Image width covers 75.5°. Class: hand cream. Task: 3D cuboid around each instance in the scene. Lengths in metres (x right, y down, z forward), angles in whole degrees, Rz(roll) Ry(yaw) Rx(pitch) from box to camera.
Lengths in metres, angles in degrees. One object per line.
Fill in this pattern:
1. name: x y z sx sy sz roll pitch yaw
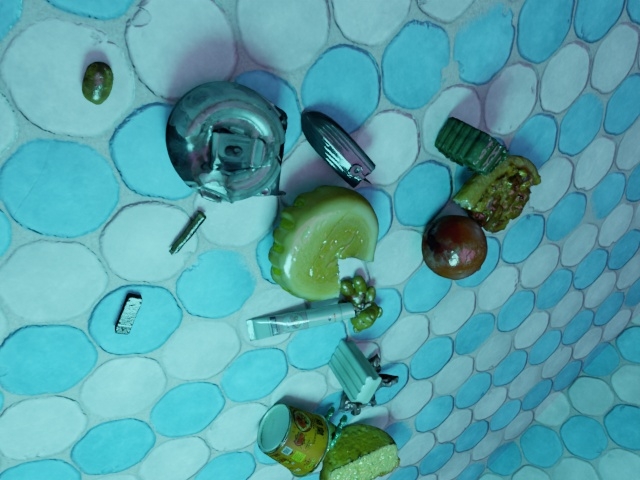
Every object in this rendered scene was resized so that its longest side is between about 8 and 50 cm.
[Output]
1. hand cream: -0.060 0.245 1.286 0.332 0.058 0.085 -9 124 -6

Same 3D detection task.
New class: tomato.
1. tomato: 0.426 0.018 1.330 0.208 0.208 0.184 -45 120 1

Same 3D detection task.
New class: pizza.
1. pizza: 0.586 -0.147 1.368 0.409 0.114 0.277 -9 121 -31

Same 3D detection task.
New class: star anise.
1. star anise: 0.169 0.556 1.546 0.212 0.129 0.282 6 118 -48

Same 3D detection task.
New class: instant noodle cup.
1. instant noodle cup: -0.100 0.671 1.420 0.172 0.216 0.215 40 94 -28

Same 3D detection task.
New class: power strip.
1. power strip: -0.491 0.188 1.057 0.038 0.029 0.111 19 103 -33

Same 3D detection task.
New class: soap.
1. soap: 0.111 0.441 1.398 0.067 0.198 0.119 15 108 -31

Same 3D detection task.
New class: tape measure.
1. tape measure: -0.197 -0.215 0.920 0.275 0.147 0.256 -3 116 -27

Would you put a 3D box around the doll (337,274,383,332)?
1. doll: 0.131 0.210 1.352 0.137 0.097 0.209 -30 120 -3

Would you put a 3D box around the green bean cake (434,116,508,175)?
1. green bean cake: 0.455 -0.252 1.199 0.194 0.208 0.107 25 105 -33

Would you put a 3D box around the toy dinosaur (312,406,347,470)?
1. toy dinosaur: 0.019 0.717 1.498 0.094 0.259 0.153 29 103 7

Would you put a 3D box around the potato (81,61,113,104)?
1. potato: -0.436 -0.308 0.811 0.051 0.040 0.083 15 107 -27

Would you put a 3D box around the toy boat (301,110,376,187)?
1. toy boat: 0.041 -0.241 1.073 0.093 0.103 0.246 -42 114 15

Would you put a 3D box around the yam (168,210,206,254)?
1. yam: -0.333 -0.018 1.032 0.129 0.033 0.027 -48 154 8

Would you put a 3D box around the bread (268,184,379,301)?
1. bread: 0.000 0.000 1.128 0.333 0.160 0.332 -12 119 -23

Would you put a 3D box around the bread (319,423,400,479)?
1. bread: 0.133 0.847 1.643 0.340 0.179 0.194 -14 120 -17
